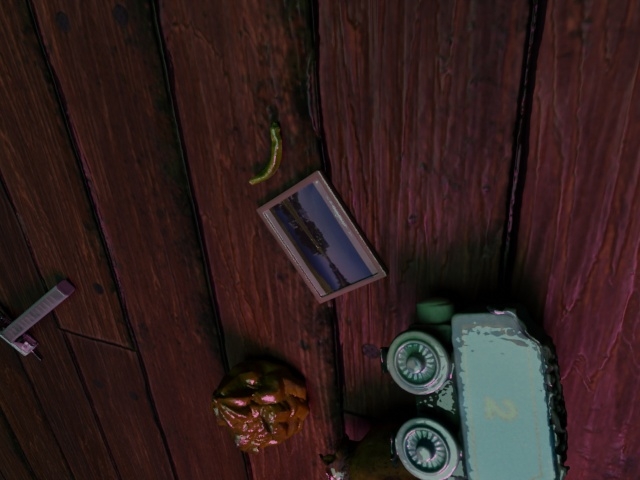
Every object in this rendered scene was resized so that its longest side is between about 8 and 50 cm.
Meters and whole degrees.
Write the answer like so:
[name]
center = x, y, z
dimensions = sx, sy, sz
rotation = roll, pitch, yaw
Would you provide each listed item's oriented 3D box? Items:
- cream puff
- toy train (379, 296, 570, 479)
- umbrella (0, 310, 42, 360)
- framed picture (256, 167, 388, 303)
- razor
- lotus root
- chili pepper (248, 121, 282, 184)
[cream puff]
center = -0.092, 0.249, 0.667
dimensions = 0.146, 0.116, 0.146
rotation = 10, 115, 22
[toy train]
center = 0.160, 0.159, 0.468
dimensions = 0.163, 0.112, 0.203
rotation = -7, 87, 29
[umbrella]
center = -0.680, 0.150, 0.962
dimensions = 0.044, 0.044, 0.269
rotation = -33, 108, 9
[framed picture]
center = 0.000, 0.000, 0.554
dimensions = 0.109, 0.011, 0.149
rotation = -28, 100, 34
[razor]
center = -0.556, 0.147, 0.870
dimensions = 0.278, 0.056, 0.111
rotation = -29, 110, 33
[lotus root]
center = 0.112, 0.304, 0.571
dimensions = 0.278, 0.154, 0.154
rotation = 8, 118, 23
[chili pepper]
center = -0.060, -0.097, 0.530
dimensions = 0.030, 0.017, 0.083
rotation = 28, 121, 12
